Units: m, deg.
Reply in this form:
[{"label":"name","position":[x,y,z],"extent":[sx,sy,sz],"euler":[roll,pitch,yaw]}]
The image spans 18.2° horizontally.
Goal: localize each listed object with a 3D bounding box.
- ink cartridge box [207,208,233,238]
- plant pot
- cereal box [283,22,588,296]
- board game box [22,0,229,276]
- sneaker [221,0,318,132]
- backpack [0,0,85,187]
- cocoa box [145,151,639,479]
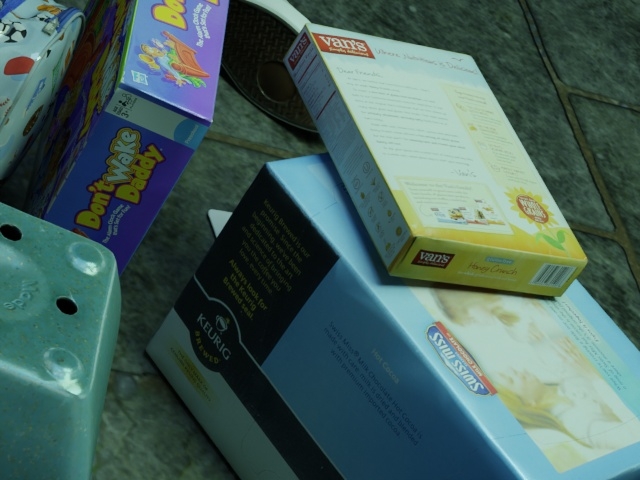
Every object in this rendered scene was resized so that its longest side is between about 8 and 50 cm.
[{"label":"ink cartridge box","position":[0.000,0.000,1.784],"extent":[0.180,0.060,0.104],"euler":[8,43,-32]},{"label":"plant pot","position":[-0.251,0.106,1.287],"extent":[0.247,0.252,0.248],"euler":[24,36,-15]},{"label":"cereal box","position":[0.086,-0.064,1.541],"extent":[0.173,0.047,0.240],"euler":[8,41,-34]},{"label":"board game box","position":[-0.159,-0.131,1.662],"extent":[0.078,0.233,0.347],"euler":[23,36,-16]},{"label":"sneaker","position":[-0.058,-0.224,1.965],"extent":[0.290,0.106,0.123],"euler":[41,38,12]},{"label":"backpack","position":[-0.303,-0.149,1.558],"extent":[0.213,0.276,0.263],"euler":[32,28,-12]},{"label":"cocoa box","position":[0.079,0.117,1.560],"extent":[0.231,0.228,0.347],"euler":[-13,55,-46]}]
